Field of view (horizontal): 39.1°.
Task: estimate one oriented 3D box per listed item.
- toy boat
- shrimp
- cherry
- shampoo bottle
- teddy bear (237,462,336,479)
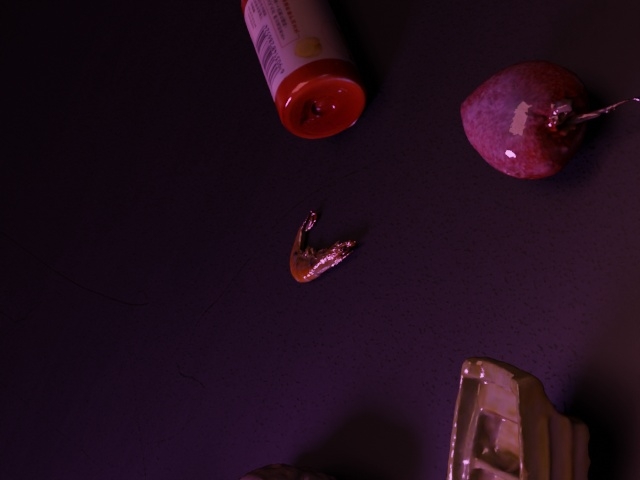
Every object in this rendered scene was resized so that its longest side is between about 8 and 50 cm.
[{"bbox_3d":[0.151,0.234,0.728,0.111,0.084,0.276,14,100,63],"label":"toy boat"},{"bbox_3d":[0.000,0.000,1.035,0.114,0.023,0.083,-27,57,45],"label":"shrimp"},{"bbox_3d":[0.219,-0.096,0.780,0.225,0.090,0.107,20,82,40],"label":"cherry"},{"bbox_3d":[-0.033,-0.256,1.083,0.104,0.104,0.278,-43,51,31],"label":"shampoo bottle"},{"bbox_3d":[-0.041,0.356,0.882,0.236,0.151,0.267,-24,67,49],"label":"teddy bear"}]
